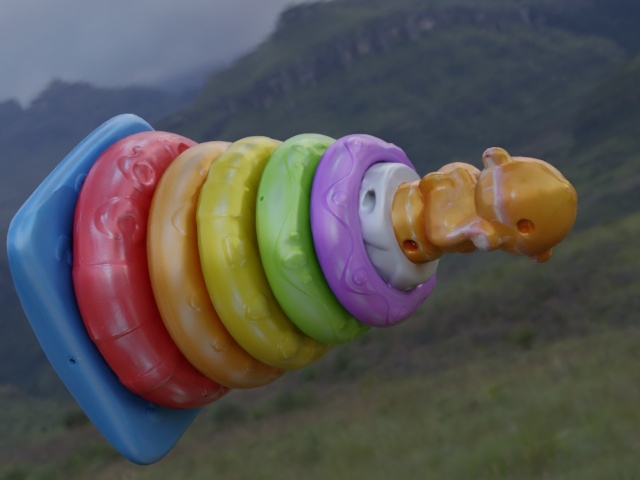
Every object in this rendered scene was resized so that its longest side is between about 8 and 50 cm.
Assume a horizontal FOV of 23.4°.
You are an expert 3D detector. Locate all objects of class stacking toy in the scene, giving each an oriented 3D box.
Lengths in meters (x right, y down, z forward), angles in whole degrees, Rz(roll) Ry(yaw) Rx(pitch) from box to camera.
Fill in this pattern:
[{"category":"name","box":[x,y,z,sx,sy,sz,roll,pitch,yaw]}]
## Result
[{"category":"stacking toy","box":[0.000,0.000,0.838,0.302,0.175,0.165,-13,25,32]}]
